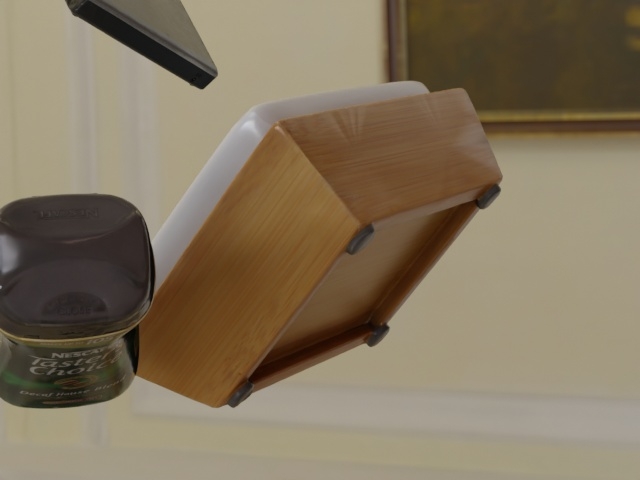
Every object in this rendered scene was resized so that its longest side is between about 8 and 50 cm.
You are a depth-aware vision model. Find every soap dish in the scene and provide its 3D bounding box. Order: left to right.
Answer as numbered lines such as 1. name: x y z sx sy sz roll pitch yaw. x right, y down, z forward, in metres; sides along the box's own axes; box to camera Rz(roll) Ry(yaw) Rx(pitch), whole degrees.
1. soap dish: 0.000 0.000 1.159 0.229 0.118 0.291 -53 -17 26

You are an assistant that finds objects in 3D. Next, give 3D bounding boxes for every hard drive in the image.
1. hard drive: -0.135 -0.165 1.086 0.135 0.022 0.094 27 -152 -50

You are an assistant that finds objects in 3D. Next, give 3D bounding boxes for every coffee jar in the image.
1. coffee jar: -0.146 0.037 0.893 0.184 0.096 0.079 114 150 -66
